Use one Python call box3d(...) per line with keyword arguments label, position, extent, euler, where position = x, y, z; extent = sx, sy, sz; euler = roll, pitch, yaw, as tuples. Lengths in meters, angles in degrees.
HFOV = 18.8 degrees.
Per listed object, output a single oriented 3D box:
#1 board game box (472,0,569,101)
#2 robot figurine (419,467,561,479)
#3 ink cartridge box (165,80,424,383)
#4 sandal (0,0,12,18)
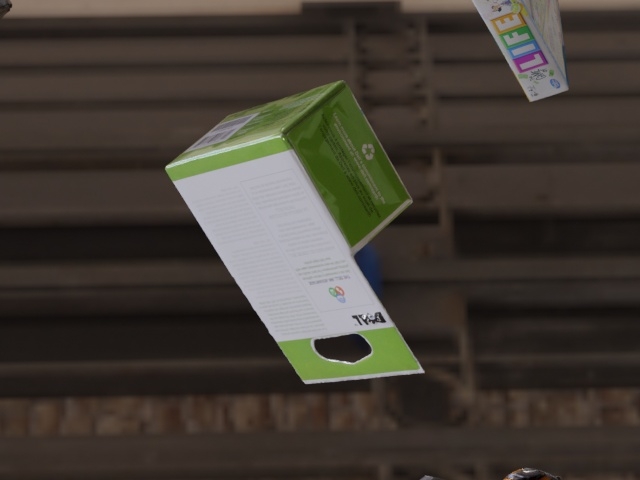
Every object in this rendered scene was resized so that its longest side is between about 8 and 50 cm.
box3d(label="board game box", position=(0.117, -0.175, 1.189), extent=(0.103, 0.026, 0.154), euler=(53, -153, -43))
box3d(label="robot figurine", position=(0.049, 0.241, 0.870), extent=(0.211, 0.085, 0.291), euler=(23, -100, -44))
box3d(label="ink cartridge box", position=(0.000, 0.000, 1.784), extent=(0.189, 0.097, 0.255), euler=(-11, 115, 51))
box3d(label="sandal", position=(-0.267, 0.065, 0.739), extent=(0.446, 0.107, 0.167), euler=(-47, 8, -23))
